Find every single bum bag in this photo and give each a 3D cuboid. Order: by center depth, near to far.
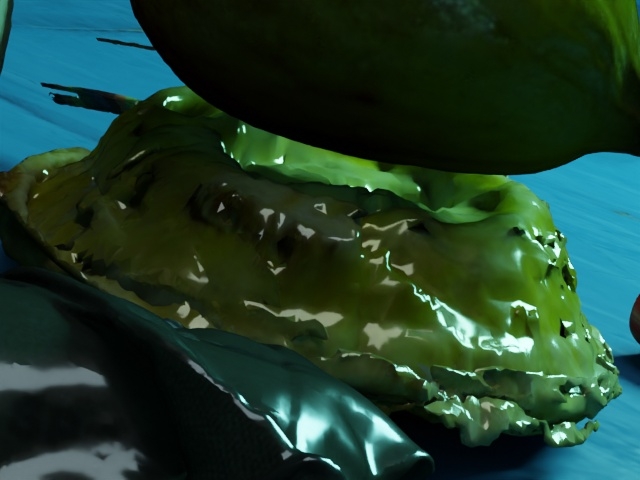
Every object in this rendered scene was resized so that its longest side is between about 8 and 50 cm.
[{"bbox_3d":[-0.115,0.038,0.546,0.326,0.079,0.142,10,12,-13],"label":"bum bag"}]

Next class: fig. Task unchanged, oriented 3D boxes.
[{"bbox_3d":[0.062,-0.080,0.744,0.274,0.145,0.170,32,22,8],"label":"fig"}]

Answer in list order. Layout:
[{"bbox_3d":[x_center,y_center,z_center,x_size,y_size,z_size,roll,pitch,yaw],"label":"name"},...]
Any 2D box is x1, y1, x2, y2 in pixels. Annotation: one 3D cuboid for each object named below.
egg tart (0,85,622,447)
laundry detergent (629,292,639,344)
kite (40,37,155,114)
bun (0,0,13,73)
[{"bbox_3d":[0.000,0.000,0.787,0.279,0.095,0.279,15,12,-3],"label":"egg tart"},{"bbox_3d":[0.227,0.060,0.885,0.097,0.049,0.165,-9,28,-44],"label":"laundry detergent"},{"bbox_3d":[-0.028,-0.052,0.931,0.244,0.006,0.198,10,-24,29],"label":"kite"},{"bbox_3d":[-0.261,-0.122,0.631,0.360,0.210,0.360,3,4,0],"label":"bun"}]
